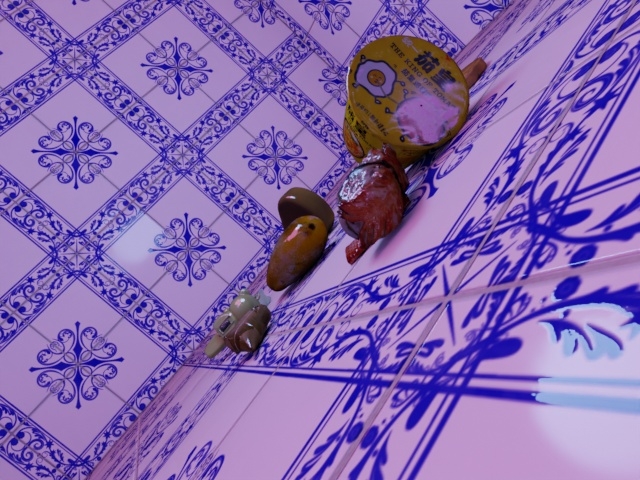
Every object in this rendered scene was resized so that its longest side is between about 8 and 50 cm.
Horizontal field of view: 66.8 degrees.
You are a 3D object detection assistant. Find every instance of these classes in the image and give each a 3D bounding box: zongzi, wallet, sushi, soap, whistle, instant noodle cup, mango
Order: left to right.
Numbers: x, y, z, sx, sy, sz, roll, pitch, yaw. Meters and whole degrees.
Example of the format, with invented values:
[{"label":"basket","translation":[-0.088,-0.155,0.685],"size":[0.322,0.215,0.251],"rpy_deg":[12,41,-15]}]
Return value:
[{"label":"whistle","translation":[-0.301,0.294,1.690],"size":[0.288,0.131,0.106],"rpy_deg":[-50,-24,6]},{"label":"soap","translation":[-0.275,0.275,1.854],"size":[0.198,0.063,0.114],"rpy_deg":[-42,7,47]},{"label":"zongzi","translation":[-0.175,0.241,1.338],"size":[0.160,0.078,0.176],"rpy_deg":[-51,17,-29]},{"label":"mango","translation":[-0.091,0.051,1.596],"size":[0.316,0.146,0.193],"rpy_deg":[-52,-4,27]},{"label":"sushi","translation":[0.115,-0.107,1.051],"size":[0.130,0.124,0.332],"rpy_deg":[-31,18,25]},{"label":"wallet","translation":[0.129,-0.030,1.108],"size":[0.196,0.020,0.103],"rpy_deg":[-45,11,14]},{"label":"instant noodle cup","translation":[0.202,-0.344,1.324],"size":[0.326,0.325,0.254],"rpy_deg":[-50,-2,-17]}]

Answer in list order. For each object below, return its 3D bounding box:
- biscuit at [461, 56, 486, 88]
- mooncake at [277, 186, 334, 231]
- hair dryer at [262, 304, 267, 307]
[{"label":"biscuit","translation":[0.453,-0.517,1.741],"size":[0.351,0.057,0.312],"rpy_deg":[-48,5,3]},{"label":"mooncake","translation":[-0.049,-0.096,1.904],"size":[0.235,0.235,0.117],"rpy_deg":[-41,6,48]},{"label":"hair dryer","translation":[-0.229,0.282,1.582],"size":[0.154,0.054,0.106],"rpy_deg":[-52,1,6]}]
